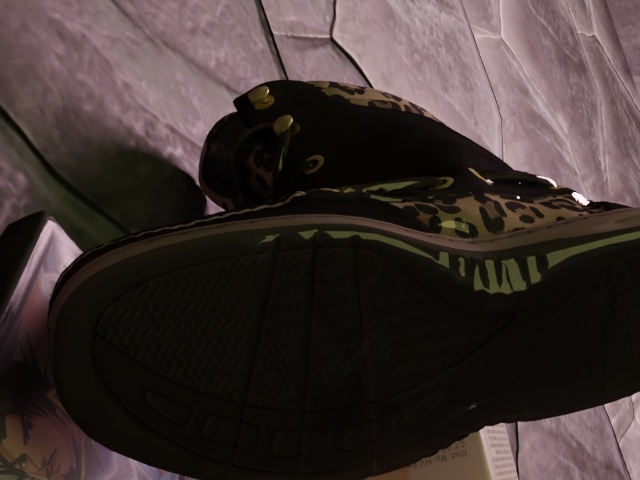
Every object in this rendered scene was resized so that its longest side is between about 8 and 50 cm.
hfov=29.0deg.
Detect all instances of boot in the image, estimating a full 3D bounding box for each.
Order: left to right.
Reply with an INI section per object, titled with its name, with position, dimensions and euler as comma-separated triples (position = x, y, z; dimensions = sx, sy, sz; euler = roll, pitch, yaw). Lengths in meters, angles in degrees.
[boot]
position = 0.000, 0.000, 0.710
dimensions = 0.377, 0.284, 0.138
euler = -8, 115, -27

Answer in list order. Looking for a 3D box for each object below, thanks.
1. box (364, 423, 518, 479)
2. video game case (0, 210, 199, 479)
[box]
position = 0.079, 0.238, 0.774
dimensions = 0.148, 0.121, 0.311
euler = 36, 41, -72
[video game case]
position = -0.109, 0.163, 0.599
dimensions = 0.248, 0.035, 0.275
euler = 53, 32, -31
